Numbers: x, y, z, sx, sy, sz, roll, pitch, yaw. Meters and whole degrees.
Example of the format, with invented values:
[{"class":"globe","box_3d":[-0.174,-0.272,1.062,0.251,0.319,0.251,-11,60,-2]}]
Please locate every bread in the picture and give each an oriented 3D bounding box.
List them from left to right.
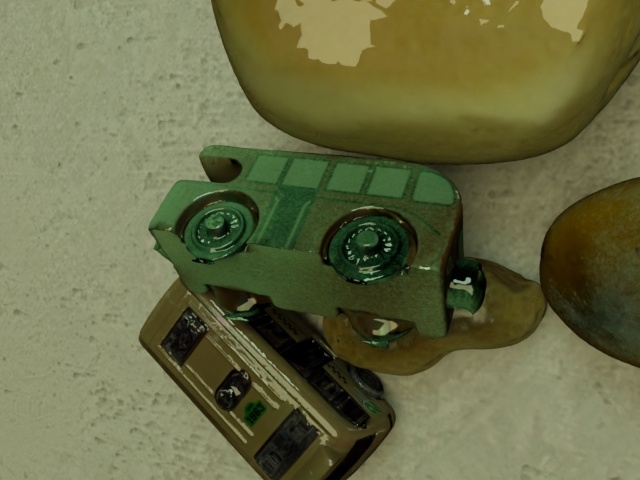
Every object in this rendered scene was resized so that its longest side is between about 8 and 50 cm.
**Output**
[{"class":"bread","box_3d":[0.112,-0.245,0.562,0.376,0.253,0.347,8,103,25]}]

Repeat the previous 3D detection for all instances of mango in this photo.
[{"class":"mango","box_3d":[0.325,0.034,0.496,0.316,0.146,0.192,6,134,56]}]

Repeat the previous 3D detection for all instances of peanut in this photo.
[{"class":"peanut","box_3d":[0.120,0.082,0.661,0.237,0.110,0.120,-9,79,15]}]

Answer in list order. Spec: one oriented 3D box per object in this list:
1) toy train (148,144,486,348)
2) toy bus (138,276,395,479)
[{"class":"toy train","box_3d":[0.000,0.000,0.603,0.327,0.129,0.159,8,56,21]},{"class":"toy bus","box_3d":[-0.062,0.158,0.711,0.289,0.157,0.139,44,108,15]}]
